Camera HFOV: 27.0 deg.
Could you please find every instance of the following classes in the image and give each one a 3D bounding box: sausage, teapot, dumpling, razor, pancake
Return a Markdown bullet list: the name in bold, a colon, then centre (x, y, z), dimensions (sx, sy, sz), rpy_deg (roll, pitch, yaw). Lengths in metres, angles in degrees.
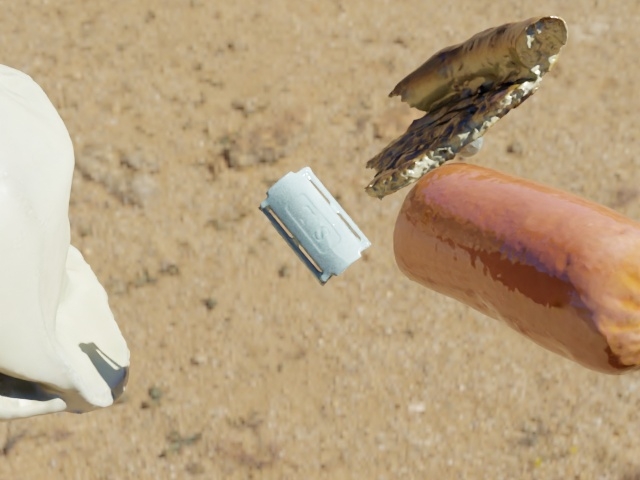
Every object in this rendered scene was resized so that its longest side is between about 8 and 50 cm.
- **sausage**: centre (0.164, 0.017, 0.972), dimensions (0.113, 0.114, 0.259), rpy_deg (-25, 28, -25)
- **teapot**: centre (0.158, -0.120, 1.529), dimensions (0.042, 0.043, 0.110), rpy_deg (14, 3, 14)
- **dumpling**: centre (-0.297, -0.043, 0.900), dimensions (0.233, 0.395, 0.315), rpy_deg (-47, 29, 5)
- **razor**: centre (0.000, 0.000, 0.861), dimensions (0.040, 0.135, 0.068), rpy_deg (-38, 81, -2)
- **pancake**: centre (0.129, -0.140, 1.228), dimensions (0.257, 0.056, 0.212), rpy_deg (-37, 15, 24)
